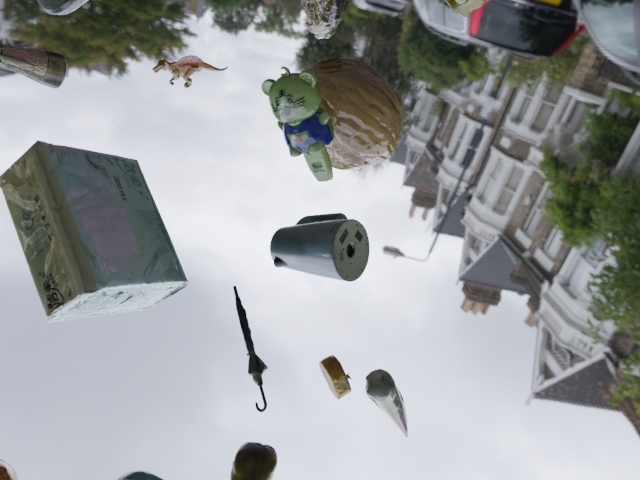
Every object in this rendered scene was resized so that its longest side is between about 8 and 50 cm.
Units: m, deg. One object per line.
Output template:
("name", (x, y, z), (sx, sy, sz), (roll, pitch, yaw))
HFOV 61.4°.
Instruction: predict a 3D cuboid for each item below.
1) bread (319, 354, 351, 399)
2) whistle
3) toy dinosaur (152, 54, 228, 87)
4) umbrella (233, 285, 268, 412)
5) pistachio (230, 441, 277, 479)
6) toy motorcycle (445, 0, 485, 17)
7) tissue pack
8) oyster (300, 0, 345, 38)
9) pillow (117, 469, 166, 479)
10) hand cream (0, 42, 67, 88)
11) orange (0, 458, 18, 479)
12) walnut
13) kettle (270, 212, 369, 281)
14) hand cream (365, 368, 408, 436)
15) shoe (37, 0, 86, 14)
("bread", (0.054, 0.481, 1.923), (0.073, 0.149, 0.122), (-26, -160, -16))
("whistle", (-0.029, -0.202, 0.965), (0.105, 0.227, 0.085), (-3, -144, 26))
("toy dinosaur", (-0.397, -0.534, 1.636), (0.057, 0.212, 0.142), (62, 174, 11))
("umbrella", (-0.140, 0.217, 1.119), (0.044, 0.044, 0.269), (12, -122, -55))
("pistachio", (-0.170, 0.592, 1.418), (0.110, 0.100, 0.189), (-8, -171, 15))
("toy motorcycle", (0.059, -0.338, 0.435), (0.410, 0.237, 0.169), (8, -131, -30))
("tissue pack", (-0.572, -0.019, 1.380), (0.331, 0.205, 0.405), (2, -123, -62))
("oyster", (0.019, -0.586, 1.148), (0.110, 0.341, 0.166), (32, -137, 22))
("pillow", (-0.422, 0.678, 1.396), (0.233, 0.214, 0.086), (36, -133, -14))
("hand cream", (-0.681, -0.407, 1.205), (0.203, 0.084, 0.084), (7, -156, -47))
("orange", (-0.779, 0.567, 1.159), (0.240, 0.240, 0.171), (-2, -107, -38))
("walnut", (0.054, -0.269, 1.142), (0.261, 0.225, 0.225), (35, -169, -35))
("kettle", (0.000, 0.000, 1.447), (0.243, 0.160, 0.211), (4, -130, 39))
("hand cream", (0.094, 0.215, 0.727), (0.039, 0.143, 0.061), (-17, -130, 12))
("shoe", (-0.579, -0.648, 1.315), (0.103, 0.251, 0.100), (47, -178, -12))
